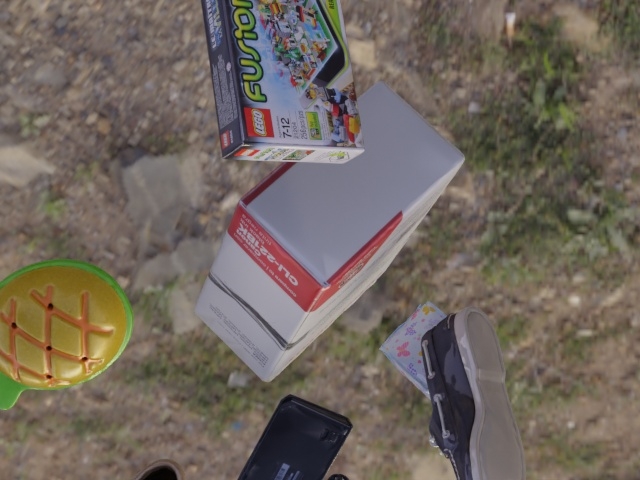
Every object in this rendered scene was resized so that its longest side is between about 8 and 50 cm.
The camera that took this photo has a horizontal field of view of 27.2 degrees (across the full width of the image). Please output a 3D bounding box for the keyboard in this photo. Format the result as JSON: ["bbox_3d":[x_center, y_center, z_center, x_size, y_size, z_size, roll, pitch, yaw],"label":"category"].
[{"bbox_3d":[-0.029,0.251,1.364,0.108,0.023,0.180,26,106,-9],"label":"keyboard"}]

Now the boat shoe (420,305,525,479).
[{"bbox_3d":[0.129,0.163,1.162,0.065,0.206,0.075,-24,150,35],"label":"boat shoe"}]

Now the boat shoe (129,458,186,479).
[{"bbox_3d":[-0.245,0.378,1.389,0.122,0.341,0.110,25,147,4],"label":"boat shoe"}]

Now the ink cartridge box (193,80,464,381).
[{"bbox_3d":[0.000,0.000,1.278,0.114,0.197,0.273,44,153,8],"label":"ink cartridge box"}]

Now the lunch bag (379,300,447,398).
[{"bbox_3d":[0.107,0.106,1.273,0.071,0.083,0.053,-44,145,-6],"label":"lunch bag"}]

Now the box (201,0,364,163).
[{"bbox_3d":[-0.035,-0.165,1.054,0.114,0.207,0.036,-1,165,-33],"label":"box"}]

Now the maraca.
[{"bbox_3d":[-0.263,0.088,1.224,0.186,0.099,0.127,-27,109,8],"label":"maraca"}]
